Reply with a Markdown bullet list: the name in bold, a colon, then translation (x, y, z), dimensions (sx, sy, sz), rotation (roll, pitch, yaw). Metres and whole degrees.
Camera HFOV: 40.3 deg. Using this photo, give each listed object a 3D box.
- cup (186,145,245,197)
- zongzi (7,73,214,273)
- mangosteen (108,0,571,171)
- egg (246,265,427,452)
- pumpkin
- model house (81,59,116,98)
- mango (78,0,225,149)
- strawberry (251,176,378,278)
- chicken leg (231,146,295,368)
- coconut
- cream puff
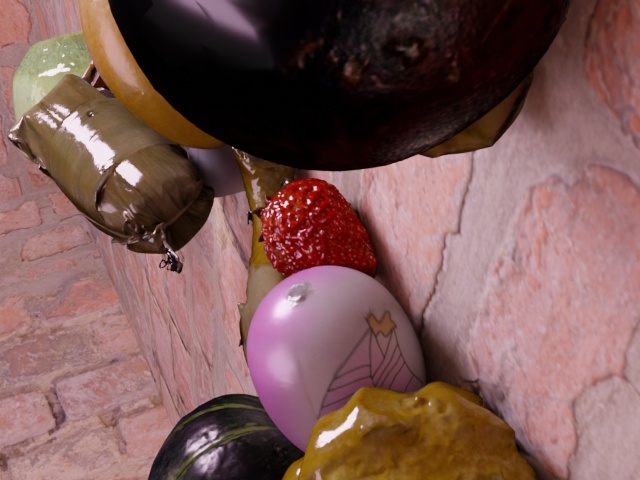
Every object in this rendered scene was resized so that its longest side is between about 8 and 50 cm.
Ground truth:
- **cup**: translation (-0.168, -0.138, 1.370), dimensions (0.136, 0.099, 0.133), rotation (2, 111, 47)
- **zongzi**: translation (-0.247, -0.030, 1.368), dimensions (0.447, 0.181, 0.418), rotation (38, 164, 35)
- **mangosteen**: translation (0.016, -0.186, 0.590), dimensions (0.330, 0.330, 0.330), rotation (52, 152, 43)
- **egg**: translation (0.025, 0.154, 0.988), dimensions (0.196, 0.196, 0.271), rotation (30, 145, 61)
- **pumpkin**: translation (-0.071, 0.340, 1.099), dimensions (0.323, 0.241, 0.323), rotation (42, -174, -5)
- **model house**: translation (-0.281, -0.259, 1.472), dimensions (0.136, 0.219, 0.208), rotation (4, 72, 60)
- **mango**: translation (-0.227, -0.304, 1.237), dimensions (0.384, 0.198, 0.221), rotation (68, -157, 0)
- **strawberry**: translation (-0.007, 0.002, 1.052), dimensions (0.148, 0.131, 0.131), rotation (60, 157, 26)
- **chicken leg**: translation (-0.047, 0.025, 1.185), dimensions (0.201, 0.152, 0.430), rotation (-7, 93, 57)
- **coconut**: translation (-0.445, -0.250, 1.734), dimensions (0.281, 0.328, 0.329), rotation (4, 112, 49)
- **cream puff**: translation (0.099, 0.313, 0.834), dimensions (0.270, 0.274, 0.324), rotation (-135, 32, -62)
